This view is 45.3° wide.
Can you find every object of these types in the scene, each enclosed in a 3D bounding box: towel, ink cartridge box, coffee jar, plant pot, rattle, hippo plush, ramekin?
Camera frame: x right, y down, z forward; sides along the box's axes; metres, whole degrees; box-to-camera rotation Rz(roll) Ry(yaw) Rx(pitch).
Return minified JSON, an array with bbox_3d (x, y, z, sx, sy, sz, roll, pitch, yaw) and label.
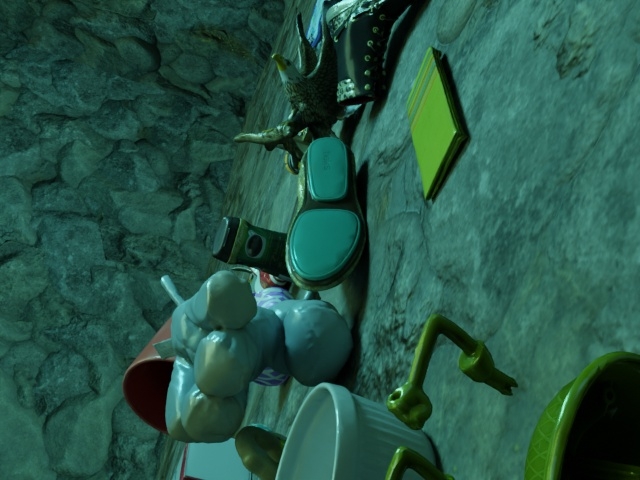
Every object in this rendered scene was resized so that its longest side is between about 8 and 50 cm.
[{"bbox_3d":[0.146,-0.157,0.993,0.237,0.021,0.102,-91,16,-52],"label":"towel"},{"bbox_3d":[-0.218,0.478,1.469,0.127,0.128,0.176,-95,26,-61],"label":"ink cartridge box"},{"bbox_3d":[-0.121,0.016,1.533,0.079,0.184,0.096,169,118,-76],"label":"coffee jar"},{"bbox_3d":[-0.291,0.288,1.799,0.243,0.275,0.275,-71,7,-50],"label":"plant pot"},{"bbox_3d":[-0.043,0.260,1.073,0.199,0.130,0.142,-64,-7,-86],"label":"rattle"},{"bbox_3d":[-0.087,0.171,1.085,0.294,0.236,0.234,-11,72,63],"label":"hippo plush"},{"bbox_3d":[0.029,0.252,0.741,0.207,0.109,0.207,-163,90,-78],"label":"ramekin"}]

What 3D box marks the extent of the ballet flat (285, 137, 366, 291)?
[{"bbox_3d":[0.012,-0.023,1.219,0.348,0.123,0.123,-87,19,-46],"label":"ballet flat"}]

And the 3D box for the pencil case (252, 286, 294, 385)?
[{"bbox_3d":[-0.095,0.175,1.437,0.206,0.088,0.086,-91,20,-52],"label":"pencil case"}]

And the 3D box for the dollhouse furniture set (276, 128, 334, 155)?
[{"bbox_3d":[-0.023,-0.273,1.632,0.144,0.123,0.151,-98,28,-62],"label":"dollhouse furniture set"}]

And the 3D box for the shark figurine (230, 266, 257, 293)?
[{"bbox_3d":[-0.171,0.125,1.784,0.278,0.116,0.166,-90,23,-49],"label":"shark figurine"}]

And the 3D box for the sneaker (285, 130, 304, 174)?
[{"bbox_3d":[-0.027,-0.252,1.742,0.083,0.084,0.215,-145,62,-77],"label":"sneaker"}]

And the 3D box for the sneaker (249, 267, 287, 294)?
[{"bbox_3d":[-0.096,0.033,1.693,0.128,0.087,0.221,-59,29,22],"label":"sneaker"}]

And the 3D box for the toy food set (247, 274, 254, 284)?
[{"bbox_3d":[-0.182,0.094,2.080,0.082,0.020,0.083,-158,86,-78],"label":"toy food set"}]

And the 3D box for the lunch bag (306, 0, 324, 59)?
[{"bbox_3d":[0.026,-0.533,1.862,0.176,0.090,0.219,139,148,-72],"label":"lunch bag"}]

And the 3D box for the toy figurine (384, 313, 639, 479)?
[{"bbox_3d":[0.065,0.239,0.448,0.217,0.191,0.362,130,156,-72],"label":"toy figurine"}]

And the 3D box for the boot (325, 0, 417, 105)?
[{"bbox_3d":[0.101,-0.335,1.294,0.236,0.085,0.178,-8,85,52],"label":"boot"}]

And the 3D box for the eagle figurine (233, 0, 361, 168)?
[{"bbox_3d":[-0.014,-0.303,1.470,0.298,0.226,0.225,-60,-15,-19],"label":"eagle figurine"}]
